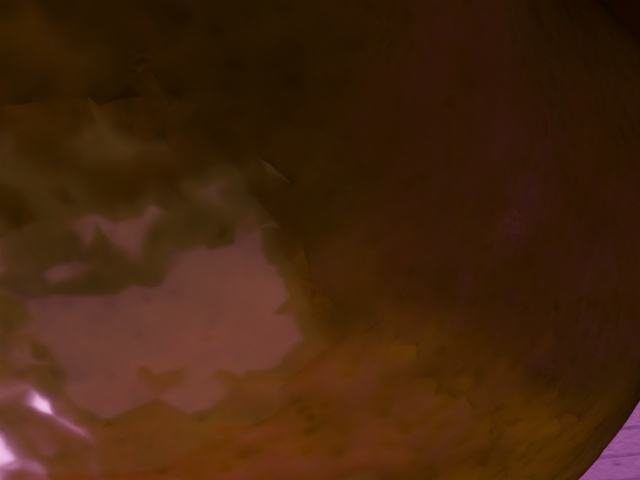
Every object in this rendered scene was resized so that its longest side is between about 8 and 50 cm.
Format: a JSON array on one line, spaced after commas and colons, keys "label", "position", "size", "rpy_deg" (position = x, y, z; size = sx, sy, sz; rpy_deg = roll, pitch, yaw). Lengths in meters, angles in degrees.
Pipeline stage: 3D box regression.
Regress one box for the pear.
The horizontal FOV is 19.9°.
[{"label": "pear", "position": [-0.074, -0.078, 0.509], "size": [0.391, 0.391, 0.391], "rpy_deg": [1, 156, 1]}]
